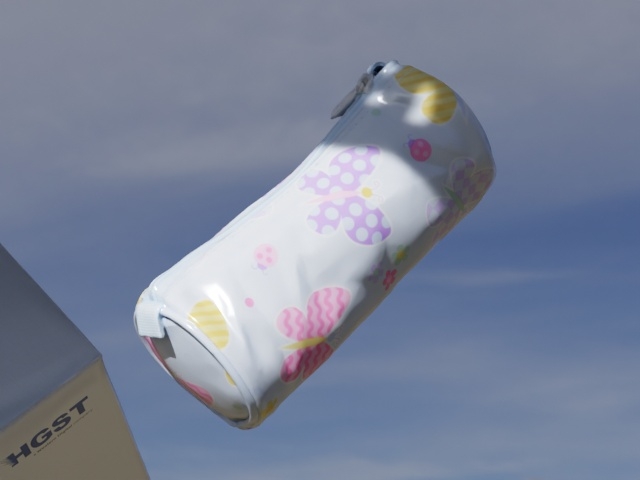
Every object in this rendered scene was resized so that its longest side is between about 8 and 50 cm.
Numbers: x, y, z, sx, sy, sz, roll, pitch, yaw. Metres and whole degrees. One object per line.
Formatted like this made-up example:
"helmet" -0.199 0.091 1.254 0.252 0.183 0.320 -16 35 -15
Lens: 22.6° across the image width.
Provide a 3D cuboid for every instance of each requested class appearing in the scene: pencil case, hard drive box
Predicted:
"pencil case" 0.000 0.000 1.083 0.113 0.273 0.124 20 -32 45
"hard drive box" -0.165 0.126 0.665 0.089 0.181 0.232 44 -18 26
